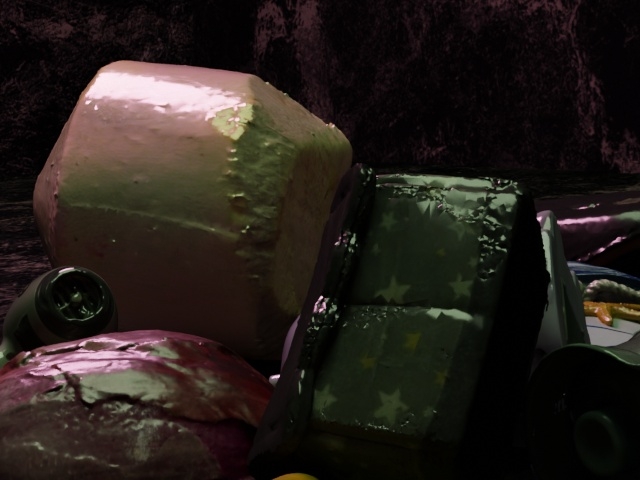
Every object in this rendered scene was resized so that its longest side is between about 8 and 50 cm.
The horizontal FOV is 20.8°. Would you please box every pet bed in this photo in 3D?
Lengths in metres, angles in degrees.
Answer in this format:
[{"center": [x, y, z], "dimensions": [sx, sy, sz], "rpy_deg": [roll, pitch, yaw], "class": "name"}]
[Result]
[{"center": [0.046, 0.068, 1.122], "dimensions": [0.159, 0.211, 0.183], "rpy_deg": [8, -22, 18], "class": "pet bed"}]

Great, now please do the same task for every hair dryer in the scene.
[{"center": [-0.274, 0.126, 1.369], "dimensions": [0.267, 0.092, 0.229], "rpy_deg": [-32, -11, -11], "class": "hair dryer"}]

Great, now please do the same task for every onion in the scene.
[{"center": [-0.110, 0.123, 1.220], "dimensions": [0.283, 0.120, 0.227], "rpy_deg": [0, 3, -4], "class": "onion"}]

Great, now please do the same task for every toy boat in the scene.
[{"center": [0.270, 0.094, 1.740], "dimensions": [0.220, 0.067, 0.291], "rpy_deg": [-2, 19, -4], "class": "toy boat"}]

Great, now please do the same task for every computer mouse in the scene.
[{"center": [0.306, 0.010, 2.067], "dimensions": [0.323, 0.116, 0.183], "rpy_deg": [-5, 6, 41], "class": "computer mouse"}]

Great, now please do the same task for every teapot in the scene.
[{"center": [0.250, 0.113, 1.176], "dimensions": [0.225, 0.171, 0.203], "rpy_deg": [-15, -18, -36], "class": "teapot"}]

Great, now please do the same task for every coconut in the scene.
[{"center": [-0.139, -0.028, 1.746], "dimensions": [0.309, 0.297, 0.297], "rpy_deg": [7, 10, 21], "class": "coconut"}]

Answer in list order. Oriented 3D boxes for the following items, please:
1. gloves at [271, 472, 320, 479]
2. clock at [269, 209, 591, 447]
[{"center": [-0.005, 0.181, 0.937], "dimensions": [0.133, 0.116, 0.294], "rpy_deg": [31, 10, 20], "class": "gloves"}, {"center": [0.083, 0.088, 1.378], "dimensions": [0.254, 0.189, 0.189], "rpy_deg": [-6, 5, 19], "class": "clock"}]
